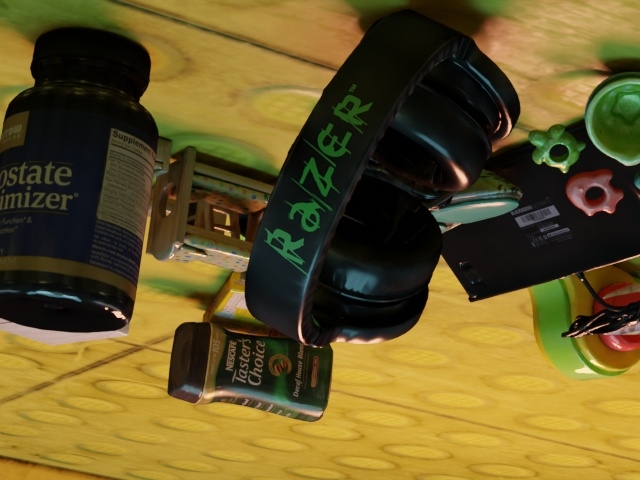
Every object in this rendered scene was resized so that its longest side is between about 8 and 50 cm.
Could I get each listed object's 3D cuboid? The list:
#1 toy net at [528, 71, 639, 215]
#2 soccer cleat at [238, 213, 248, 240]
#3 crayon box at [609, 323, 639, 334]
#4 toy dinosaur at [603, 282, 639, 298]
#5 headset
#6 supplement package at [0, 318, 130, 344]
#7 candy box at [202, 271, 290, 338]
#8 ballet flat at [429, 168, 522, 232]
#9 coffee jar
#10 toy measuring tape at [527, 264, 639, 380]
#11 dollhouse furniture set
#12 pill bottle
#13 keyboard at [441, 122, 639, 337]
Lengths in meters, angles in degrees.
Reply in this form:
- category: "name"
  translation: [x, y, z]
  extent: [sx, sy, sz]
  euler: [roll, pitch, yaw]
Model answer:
- category: "toy net"
  translation: [0.274, -0.031, 1.471]
  extent: [0.232, 0.045, 0.122]
  euler: [40, 112, -16]
- category: "soccer cleat"
  translation: [0.000, 0.000, 1.835]
  extent: [0.179, 0.060, 0.072]
  euler: [3, 162, 20]
- category: "crayon box"
  translation: [0.424, 0.054, 1.619]
  extent: [0.203, 0.083, 0.323]
  euler: [0, 157, -35]
- category: "toy dinosaur"
  translation: [0.384, 0.026, 1.802]
  extent: [0.112, 0.064, 0.211]
  euler: [33, 144, -20]
- category: "headset"
  translation: [0.026, -0.054, 1.415]
  extent: [0.185, 0.243, 0.394]
  euler: [28, -173, 15]
- category: "supplement package"
  translation: [-0.307, 0.003, 1.819]
  extent: [0.244, 0.139, 0.134]
  euler: [21, 160, -40]
- category: "candy box"
  translation: [-0.068, 0.079, 2.166]
  extent: [0.105, 0.027, 0.206]
  euler: [7, 164, -11]
- category: "ballet flat"
  translation: [0.105, -0.039, 1.658]
  extent: [0.070, 0.070, 0.188]
  euler: [17, 157, -31]
- category: "coffee jar"
  translation: [-0.082, 0.150, 2.191]
  extent: [0.184, 0.096, 0.079]
  euler: [9, 165, -13]
- category: "toy measuring tape"
  translation: [0.223, 0.067, 1.876]
  extent: [0.330, 0.121, 0.121]
  euler: [18, 159, -34]
- category: "dollhouse furniture set"
  translation: [-0.151, -0.016, 1.761]
  extent: [0.182, 0.101, 0.161]
  euler: [17, 160, -30]
- category: "pill bottle"
  translation: [-0.192, -0.046, 1.479]
  extent: [0.123, 0.219, 0.123]
  euler: [5, 163, 2]
- category: "keyboard"
  translation: [0.216, 0.005, 1.646]
  extent: [0.201, 0.033, 0.317]
  euler: [56, 149, -9]
